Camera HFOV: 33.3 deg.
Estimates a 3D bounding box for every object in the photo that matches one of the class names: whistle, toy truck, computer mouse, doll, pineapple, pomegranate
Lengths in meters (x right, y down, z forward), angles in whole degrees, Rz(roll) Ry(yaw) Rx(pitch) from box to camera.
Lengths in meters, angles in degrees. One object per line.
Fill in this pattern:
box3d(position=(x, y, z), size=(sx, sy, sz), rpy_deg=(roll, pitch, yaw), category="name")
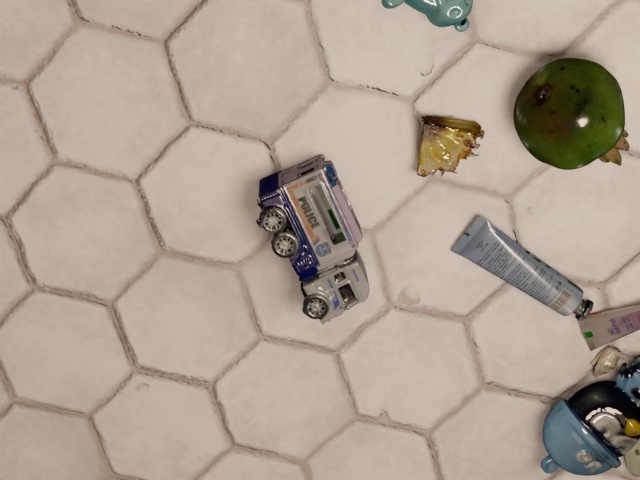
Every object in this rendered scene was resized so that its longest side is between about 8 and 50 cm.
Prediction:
box3d(position=(0.148, -0.441, 1.707), size=(0.186, 0.093, 0.274), rpy_deg=(-45, 103, -9), category="whistle")
box3d(position=(0.000, 0.000, 1.877), size=(0.155, 0.124, 0.268), rpy_deg=(-24, 108, 6), category="toy truck")
box3d(position=(0.610, 0.402, 2.070), size=(0.056, 0.032, 0.110), rpy_deg=(-19, 100, 8), category="computer mouse")
box3d(position=(0.535, 0.332, 1.985), size=(0.314, 0.141, 0.177), rpy_deg=(-42, 116, 13), category="doll")
box3d(position=(0.207, -0.166, 1.829), size=(0.137, 0.069, 0.116), rpy_deg=(-37, 107, 17), category="pineapple")
box3d(position=(0.428, -0.195, 1.764), size=(0.225, 0.187, 0.187), rpy_deg=(29, 113, -35), category="pomegranate")

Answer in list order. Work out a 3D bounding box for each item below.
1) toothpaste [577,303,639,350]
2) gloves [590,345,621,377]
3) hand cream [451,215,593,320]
box3d(position=(0.620, 0.121, 1.945), size=(0.301, 0.048, 0.075), rpy_deg=(-23, 138, 18), category="toothpaste")
box3d(position=(0.534, 0.222, 1.999), size=(0.044, 0.037, 0.081), rpy_deg=(32, 121, 28), category="gloves")
box3d(position=(0.372, 0.056, 1.925), size=(0.271, 0.058, 0.091), rpy_deg=(32, 122, -7), category="hand cream")
